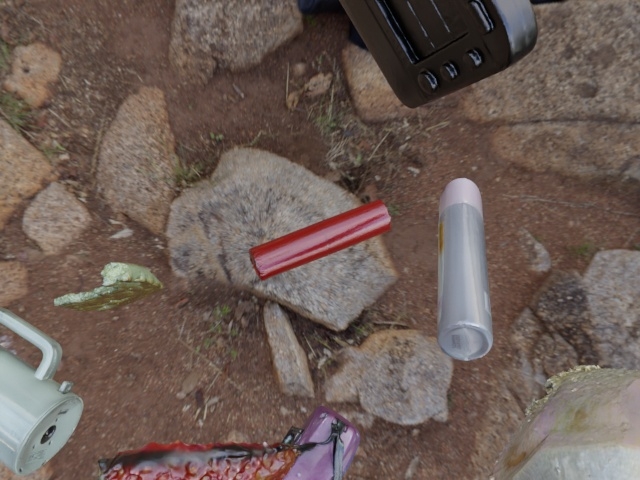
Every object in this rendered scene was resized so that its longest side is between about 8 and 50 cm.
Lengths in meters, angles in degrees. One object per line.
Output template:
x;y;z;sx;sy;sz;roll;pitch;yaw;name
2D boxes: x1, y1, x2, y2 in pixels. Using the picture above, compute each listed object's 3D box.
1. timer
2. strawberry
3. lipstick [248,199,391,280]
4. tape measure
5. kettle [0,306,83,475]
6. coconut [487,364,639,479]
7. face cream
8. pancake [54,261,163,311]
0.080;-0.183;0.495;0.055;0.187;0.144;-34;100;-13;timer
-0.168;0.369;0.963;0.306;0.233;0.138;1;64;-12;strawberry
-0.001;-0.001;1.257;0.279;0.073;0.073;-21;91;-10;lipstick
-0.018;0.480;1.441;0.149;0.245;0.232;32;67;3;tape measure
-0.731;0.344;1.508;0.317;0.205;0.265;29;118;15;kettle
0.330;0.302;0.725;0.297;0.309;0.298;13;116;29;coconut
0.207;0.037;0.952;0.073;0.107;0.269;1;49;10;face cream
-0.422;0.096;1.289;0.197;0.376;0.054;-8;79;-33;pancake
